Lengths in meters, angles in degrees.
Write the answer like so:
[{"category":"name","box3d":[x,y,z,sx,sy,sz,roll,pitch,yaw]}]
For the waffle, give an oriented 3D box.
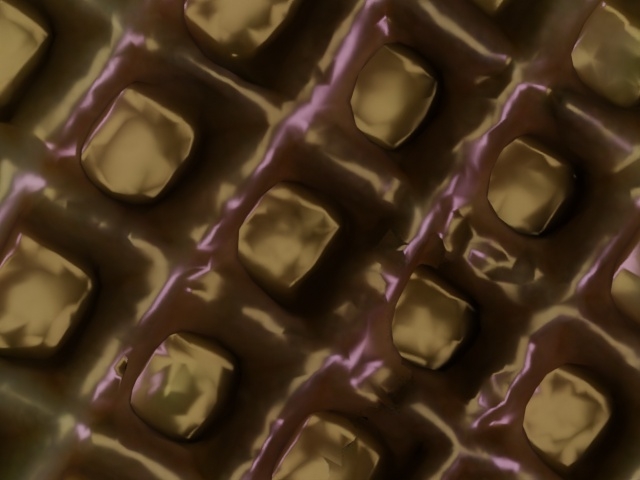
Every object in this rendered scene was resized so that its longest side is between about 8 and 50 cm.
[{"category":"waffle","box3d":[0.000,0.000,0.460,0.309,0.056,0.292,-14,93,-10]}]
